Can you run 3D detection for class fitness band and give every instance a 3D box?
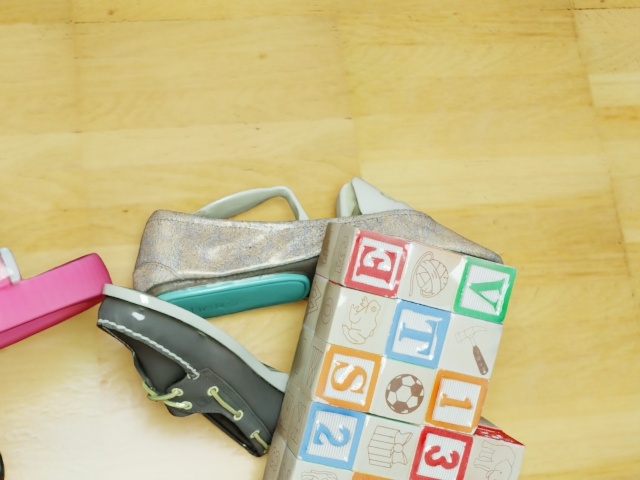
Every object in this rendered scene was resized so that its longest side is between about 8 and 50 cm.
[{"bbox_3d":[-0.290,0.071,0.707,0.290,0.209,0.054,-22,88,-21],"label":"fitness band"}]

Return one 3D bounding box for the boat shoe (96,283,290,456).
[{"bbox_3d":[-0.090,0.103,0.753,0.081,0.228,0.069,15,73,39],"label":"boat shoe"}]

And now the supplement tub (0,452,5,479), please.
[{"bbox_3d":[-0.280,0.159,0.691,0.106,0.198,0.106,3,72,-11],"label":"supplement tub"}]

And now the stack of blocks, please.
[{"bbox_3d":[0.058,0.150,0.763,0.171,0.087,0.297,14,90,-14],"label":"stack of blocks"}]

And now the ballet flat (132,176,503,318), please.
[{"bbox_3d":[0.000,0.000,0.850,0.316,0.107,0.106,-2,63,-13],"label":"ballet flat"}]
